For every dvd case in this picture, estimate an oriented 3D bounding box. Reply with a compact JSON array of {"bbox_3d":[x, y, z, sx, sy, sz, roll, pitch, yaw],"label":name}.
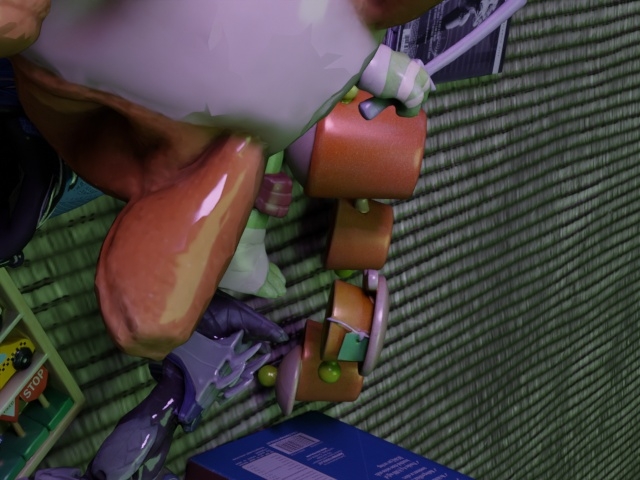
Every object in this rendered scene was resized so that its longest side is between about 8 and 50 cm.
[{"bbox_3d":[0.130,-0.232,1.307,0.221,0.018,0.164,-18,120,-53],"label":"dvd case"}]

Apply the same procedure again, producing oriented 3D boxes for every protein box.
[{"bbox_3d":[0.010,0.265,1.216,0.200,0.201,0.135,-12,117,-56],"label":"protein box"}]

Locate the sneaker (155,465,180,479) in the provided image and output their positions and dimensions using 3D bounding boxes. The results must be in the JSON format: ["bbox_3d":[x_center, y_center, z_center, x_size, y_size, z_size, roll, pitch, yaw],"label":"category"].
[{"bbox_3d":[-0.152,0.265,1.065,0.064,0.086,0.192,17,92,-60],"label":"sneaker"}]

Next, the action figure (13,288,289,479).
[{"bbox_3d":[-0.139,0.164,0.962,0.285,0.099,0.185,-55,167,-15],"label":"action figure"}]

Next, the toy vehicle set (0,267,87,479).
[{"bbox_3d":[-0.267,0.152,0.863,0.267,0.035,0.166,-54,146,-26],"label":"toy vehicle set"}]

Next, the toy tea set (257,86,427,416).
[{"bbox_3d":[0.000,0.000,1.166,0.200,0.124,0.336,-97,-162,-78],"label":"toy tea set"}]

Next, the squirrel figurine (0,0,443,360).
[{"bbox_3d":[-0.136,-0.216,0.648,0.370,0.397,0.281,33,116,-22],"label":"squirrel figurine"}]

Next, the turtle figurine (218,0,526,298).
[{"bbox_3d":[-0.001,-0.104,0.979,0.275,0.198,0.266,-13,128,-58],"label":"turtle figurine"}]

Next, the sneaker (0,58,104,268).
[{"bbox_3d":[-0.187,-0.036,0.776,0.330,0.147,0.129,-23,126,-53],"label":"sneaker"}]
